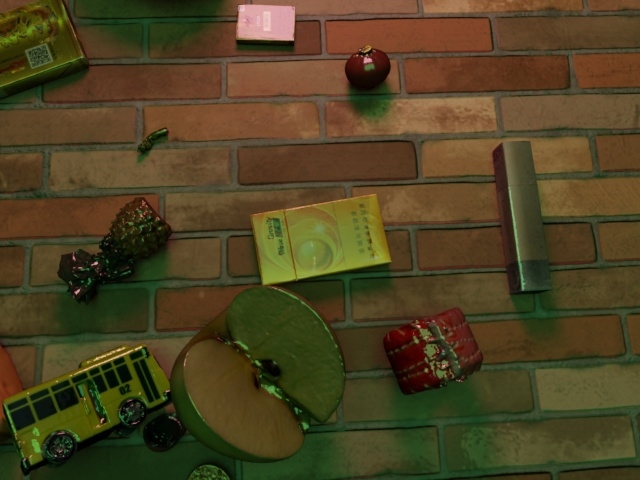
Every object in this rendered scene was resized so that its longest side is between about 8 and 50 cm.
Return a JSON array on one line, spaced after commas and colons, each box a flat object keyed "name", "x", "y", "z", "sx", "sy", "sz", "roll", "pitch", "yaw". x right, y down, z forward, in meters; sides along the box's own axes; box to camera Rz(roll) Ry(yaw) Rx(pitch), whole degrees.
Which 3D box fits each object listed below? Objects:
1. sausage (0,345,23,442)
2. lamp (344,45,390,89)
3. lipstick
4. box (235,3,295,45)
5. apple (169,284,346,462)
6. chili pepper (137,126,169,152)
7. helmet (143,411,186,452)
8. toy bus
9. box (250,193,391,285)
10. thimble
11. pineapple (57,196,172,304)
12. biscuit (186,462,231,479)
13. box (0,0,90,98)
[{"name": "sausage", "x": -0.707, "y": 0.305, "z": 0.945, "sx": 0.287, "sy": 0.233, "sz": 0.233, "roll": -29, "pitch": 81, "yaw": -8}, {"name": "lamp", "x": 0.103, "y": -0.375, "z": 1.199, "sx": 0.101, "sy": 0.090, "sz": 0.101, "roll": -9, "pitch": 39, "yaw": 7}, {"name": "lipstick", "x": 0.420, "y": -0.049, "z": 1.156, "sx": 0.068, "sy": 0.066, "sz": 0.318, "roll": -2, "pitch": 78, "yaw": -3}, {"name": "box", "x": -0.123, "y": -0.487, "z": 1.244, "sx": 0.133, "sy": 0.023, "sz": 0.090, "roll": 0, "pitch": 77, "yaw": -3}, {"name": "apple", "x": -0.112, "y": 0.239, "z": 0.986, "sx": 0.258, "sy": 0.233, "sz": 0.295, "roll": 45, "pitch": 68, "yaw": -7}, {"name": "chili pepper", "x": -0.361, "y": -0.215, "z": 1.176, "sx": 0.083, "sy": 0.022, "sz": 0.027, "roll": -42, "pitch": 82, "yaw": -14}, {"name": "helmet", "x": -0.294, "y": 0.369, "z": 1.042, "sx": 0.083, "sy": 0.049, "sz": 0.065, "roll": -17, "pitch": 48, "yaw": -35}, {"name": "toy bus", "x": -0.402, "y": 0.287, "z": 0.968, "sx": 0.261, "sy": 0.128, "sz": 0.150, "roll": -20, "pitch": 77, "yaw": -35}, {"name": "box", "x": 0.000, "y": 0.000, "z": 1.136, "sx": 0.268, "sy": 0.043, "sz": 0.153, "roll": -9, "pitch": 78, "yaw": -5}, {"name": "thimble", "x": 0.210, "y": 0.208, "z": 1.034, "sx": 0.163, "sy": 0.189, "sz": 0.125, "roll": -25, "pitch": 76, "yaw": 17}, {"name": "pineapple", "x": -0.408, "y": 0.025, "z": 1.086, "sx": 0.237, "sy": 0.119, "sz": 0.111, "roll": -44, "pitch": 128, "yaw": -6}, {"name": "biscuit", "x": -0.199, "y": 0.540, "z": 1.018, "sx": 0.165, "sy": 0.036, "sz": 0.250, "roll": -7, "pitch": 82, "yaw": -5}, {"name": "box", "x": -0.679, "y": -0.402, "z": 1.189, "sx": 0.311, "sy": 0.043, "sz": 0.173, "roll": -24, "pitch": 80, "yaw": -7}]
